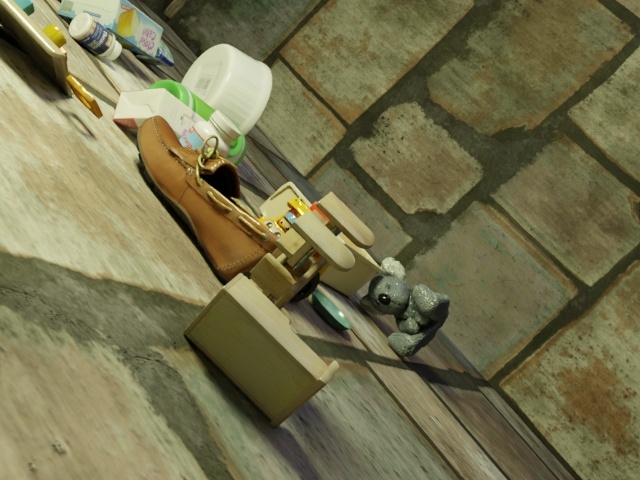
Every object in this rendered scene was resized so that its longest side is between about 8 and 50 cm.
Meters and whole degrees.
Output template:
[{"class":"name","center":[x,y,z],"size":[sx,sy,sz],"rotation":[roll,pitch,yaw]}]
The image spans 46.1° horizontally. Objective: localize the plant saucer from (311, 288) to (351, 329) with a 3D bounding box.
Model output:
[{"class":"plant saucer","center":[0.018,0.154,1.627],"size":[0.119,0.021,0.119],"rotation":[46,7,-7]}]

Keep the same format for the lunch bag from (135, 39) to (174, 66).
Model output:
[{"class":"lunch bag","center":[-0.535,-0.604,2.349],"size":[0.151,0.096,0.129],"rotation":[37,6,7]}]

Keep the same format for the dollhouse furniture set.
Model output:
[{"class":"dollhouse furniture set","center":[-0.033,0.093,0.973],"size":[0.161,0.212,0.242],"rotation":[45,34,2]}]

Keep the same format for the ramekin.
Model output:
[{"class":"ramekin","center":[-0.273,-0.400,2.053],"size":[0.135,0.277,0.277],"rotation":[31,15,-39]}]

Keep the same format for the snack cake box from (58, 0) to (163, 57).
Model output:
[{"class":"snack cake box","center":[-0.534,-0.565,1.942],"size":[0.152,0.089,0.264],"rotation":[17,2,11]}]

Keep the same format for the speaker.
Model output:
[{"class":"speaker","center":[-0.289,-0.263,1.761],"size":[0.131,0.131,0.296],"rotation":[50,8,26]}]

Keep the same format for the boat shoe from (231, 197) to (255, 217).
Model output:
[{"class":"boat shoe","center":[-0.187,-0.067,1.554],"size":[0.048,0.056,0.153],"rotation":[24,20,-47]}]

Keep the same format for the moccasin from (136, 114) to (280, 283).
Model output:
[{"class":"moccasin","center":[-0.190,-0.091,1.283],"size":[0.380,0.147,0.139],"rotation":[51,9,33]}]

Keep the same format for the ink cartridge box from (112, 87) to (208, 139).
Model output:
[{"class":"ink cartridge box","center":[-0.300,-0.225,1.502],"size":[0.115,0.067,0.198],"rotation":[4,-18,30]}]

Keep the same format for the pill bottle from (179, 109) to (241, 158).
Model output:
[{"class":"pill bottle","center":[-0.230,-0.171,1.438],"size":[0.087,0.160,0.087],"rotation":[45,7,-7]}]

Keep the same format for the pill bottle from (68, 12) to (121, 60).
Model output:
[{"class":"pill bottle","center":[-0.533,-0.481,1.792],"size":[0.067,0.067,0.120],"rotation":[51,9,34]}]

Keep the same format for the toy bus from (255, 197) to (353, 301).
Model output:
[{"class":"toy bus","center":[-0.042,-0.008,1.434],"size":[0.149,0.211,0.220],"rotation":[51,10,26]}]

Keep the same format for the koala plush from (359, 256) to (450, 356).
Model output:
[{"class":"koala plush","center":[0.218,0.169,2.023],"size":[0.221,0.196,0.203],"rotation":[32,18,24]}]

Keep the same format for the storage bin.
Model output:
[{"class":"storage bin","center":[0.000,0.000,1.966],"size":[0.260,0.123,0.262],"rotation":[50,9,30]}]

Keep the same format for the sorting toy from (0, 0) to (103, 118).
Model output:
[{"class":"sorting toy","center":[-0.470,-0.342,1.245],"size":[0.347,0.047,0.196],"rotation":[47,-14,-2]}]
